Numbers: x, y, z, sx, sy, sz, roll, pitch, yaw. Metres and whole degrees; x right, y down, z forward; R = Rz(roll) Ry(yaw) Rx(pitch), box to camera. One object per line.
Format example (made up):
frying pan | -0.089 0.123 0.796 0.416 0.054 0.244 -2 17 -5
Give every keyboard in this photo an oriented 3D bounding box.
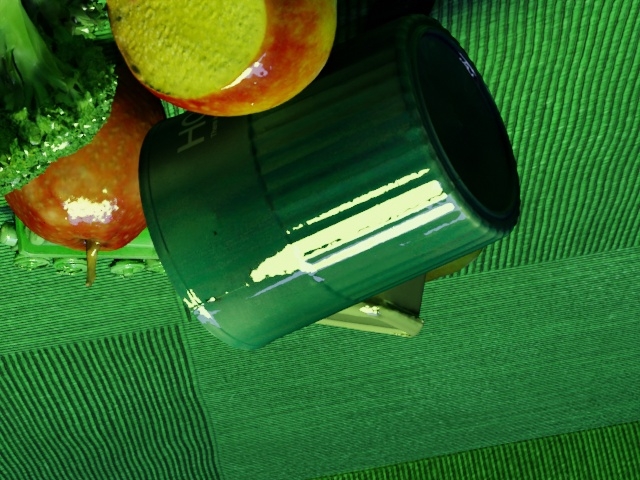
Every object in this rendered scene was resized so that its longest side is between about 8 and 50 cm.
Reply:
keyboard | 0.085 -0.238 1.922 0.060 0.018 0.195 1 157 -10

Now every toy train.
toy train | -0.245 -0.007 2.248 0.251 0.085 0.119 1 165 -34

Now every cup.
cup | 0.026 -0.063 1.851 0.292 0.242 0.308 -23 179 26

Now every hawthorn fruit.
hawthorn fruit | -0.238 -0.064 1.916 0.196 0.226 0.196 -9 166 -2

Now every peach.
peach | -0.088 -0.202 1.700 0.192 0.190 0.190 -4 158 -25

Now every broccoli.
broccoli | -0.310 -0.154 1.690 0.269 0.261 0.242 16 129 0

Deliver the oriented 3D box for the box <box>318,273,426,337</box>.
box | 0.000 0.000 2.170 0.274 0.178 0.138 8 169 33

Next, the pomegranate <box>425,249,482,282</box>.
pomegranate | 0.133 -0.018 2.377 0.152 0.131 0.191 -22 179 14
